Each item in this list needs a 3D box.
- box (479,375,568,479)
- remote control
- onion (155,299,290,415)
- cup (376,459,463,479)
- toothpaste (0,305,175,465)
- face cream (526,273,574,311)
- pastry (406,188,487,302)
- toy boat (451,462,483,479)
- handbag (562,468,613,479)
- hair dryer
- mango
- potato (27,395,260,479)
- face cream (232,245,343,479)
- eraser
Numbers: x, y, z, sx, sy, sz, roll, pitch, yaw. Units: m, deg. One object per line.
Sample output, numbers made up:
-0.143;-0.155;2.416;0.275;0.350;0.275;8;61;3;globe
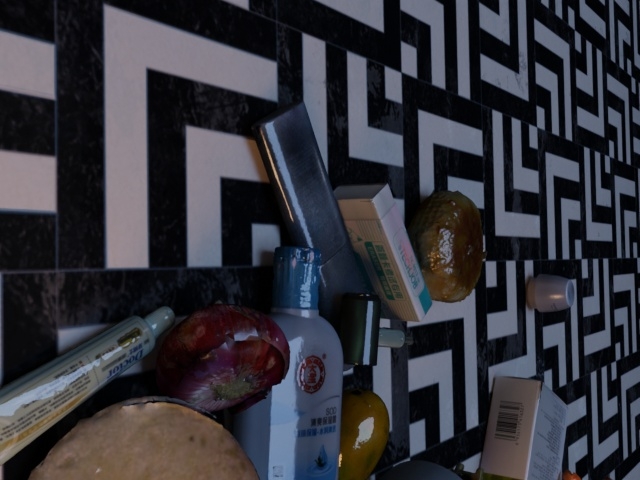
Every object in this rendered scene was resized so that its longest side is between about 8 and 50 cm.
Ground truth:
0.427;0.461;1.460;0.200;0.106;0.300;39;59;-44;box
0.000;0.000;0.973;0.107;0.044;0.378;-38;118;-41;remote control
-0.115;0.115;0.778;0.150;0.150;0.140;41;16;-44;onion
0.081;0.452;0.922;0.312;0.205;0.206;-15;100;-52;cup
-0.236;0.131;0.661;0.255;0.037;0.067;-36;121;-45;toothpaste
0.544;0.125;1.639;0.091;0.095;0.091;5;83;-53;face cream
0.227;0.014;1.231;0.182;0.093;0.192;58;45;-36;pastry
0.239;0.513;1.246;0.088;0.068;0.226;43;58;-37;toy boat
0.597;0.692;1.578;0.410;0.116;0.304;48;51;-60;handbag
0.090;0.135;1.014;0.197;0.057;0.101;19;75;-56;hair dryer
0.039;0.288;0.973;0.111;0.089;0.163;46;64;-37;mango
-0.137;0.392;0.673;0.296;0.289;0.397;77;-14;-61;potato
-0.037;0.176;0.880;0.163;0.080;0.337;10;81;-43;face cream
0.089;0.022;1.047;0.052;0.095;0.225;-46;124;-39;eraser
